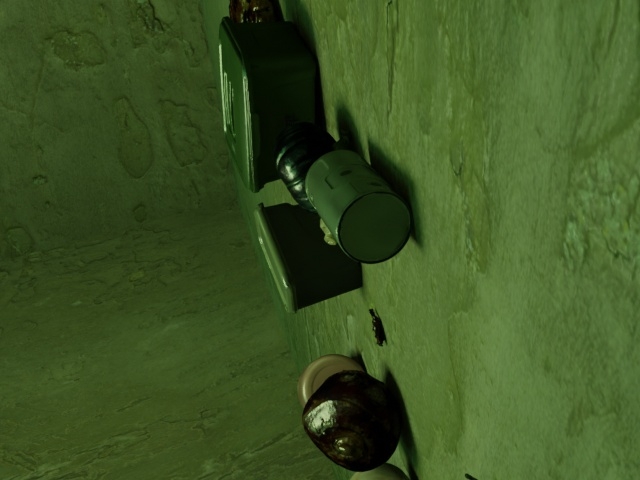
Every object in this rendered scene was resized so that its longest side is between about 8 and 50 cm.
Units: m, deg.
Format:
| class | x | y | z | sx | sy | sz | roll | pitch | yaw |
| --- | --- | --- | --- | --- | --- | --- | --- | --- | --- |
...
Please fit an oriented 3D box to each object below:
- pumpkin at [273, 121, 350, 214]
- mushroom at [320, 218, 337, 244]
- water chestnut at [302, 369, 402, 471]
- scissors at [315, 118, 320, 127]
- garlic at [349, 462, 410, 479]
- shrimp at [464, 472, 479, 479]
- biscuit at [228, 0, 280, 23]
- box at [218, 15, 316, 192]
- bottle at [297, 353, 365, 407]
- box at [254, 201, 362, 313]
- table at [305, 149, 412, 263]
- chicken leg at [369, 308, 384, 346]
| class | x | y | z | sx | sy | sz | roll | pitch | yaw |
| --- | --- | --- | --- | --- | --- | --- | --- | --- | --- |
| pumpkin | -0.008 | -0.136 | 1.721 | 0.194 | 0.150 | 0.194 | -11 | -90 | -89 |
| mushroom | 0.036 | -0.024 | 1.875 | 0.083 | 0.067 | 0.083 | 27 | 155 | 14 |
| water chestnut | 0.076 | 0.382 | 1.986 | 0.238 | 0.223 | 0.224 | -54 | -33 | -41 |
| scissors | 0.022 | -0.153 | 1.946 | 0.144 | 0.017 | 0.248 | 82 | 167 | -44 |
| garlic | 0.143 | 0.635 | 1.994 | 0.185 | 0.203 | 0.281 | 37 | -150 | -73 |
| shrimp | 0.236 | 0.416 | 1.198 | 0.410 | 0.166 | 0.221 | 65 | -178 | -64 |
| biscuit | -0.155 | -0.457 | 2.153 | 0.289 | 0.081 | 0.334 | -161 | 66 | -69 |
| box | -0.110 | -0.296 | 1.931 | 0.253 | 0.177 | 0.329 | -118 | 23 | -47 |
| bottle | 0.027 | 0.404 | 2.361 | 0.297 | 0.173 | 0.206 | 126 | 126 | -78 |
| box | -0.030 | 0.021 | 2.031 | 0.138 | 0.178 | 0.274 | 85 | 166 | -48 |
| table | 0.060 | -0.060 | 1.509 | 0.220 | 0.126 | 0.126 | -123 | 19 | -64 |
| chicken leg | 0.119 | 0.183 | 1.906 | 0.036 | 0.021 | 0.083 | 67 | -173 | -86 |
